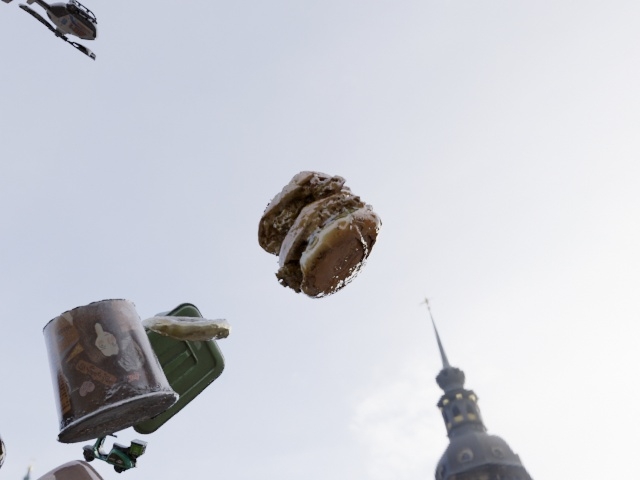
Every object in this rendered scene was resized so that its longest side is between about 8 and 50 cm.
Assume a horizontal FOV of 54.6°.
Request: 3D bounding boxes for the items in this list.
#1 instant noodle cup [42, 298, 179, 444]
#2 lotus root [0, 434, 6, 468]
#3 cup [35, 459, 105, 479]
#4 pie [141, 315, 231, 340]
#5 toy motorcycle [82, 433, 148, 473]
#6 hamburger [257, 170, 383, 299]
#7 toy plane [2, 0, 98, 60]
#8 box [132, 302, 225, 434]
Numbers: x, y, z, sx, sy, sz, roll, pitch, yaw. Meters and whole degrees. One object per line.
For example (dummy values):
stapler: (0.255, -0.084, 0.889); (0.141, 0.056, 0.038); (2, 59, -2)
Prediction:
instant noodle cup: (-0.395, 0.235, 1.140); (0.218, 0.207, 0.217); (-22, -19, -8)
lotus root: (-0.696, 0.354, 1.022); (0.250, 0.316, 0.316); (-24, -53, 27)
cup: (-0.467, 0.537, 1.096); (0.253, 0.200, 0.191); (-37, -16, -23)
pie: (-0.319, 0.202, 1.431); (0.218, 0.052, 0.185); (0, -4, 40)
toy motorcycle: (-0.570, 0.576, 1.705); (0.173, 0.058, 0.100); (14, -97, 9)
hamburger: (-0.005, 0.000, 1.311); (0.261, 0.211, 0.245); (-32, -35, -26)
toy plane: (-0.502, -0.433, 1.192); (0.197, 0.053, 0.078); (30, -71, -38)
box: (-0.460, 0.352, 1.750); (0.178, 0.329, 0.252); (-9, -69, 49)
